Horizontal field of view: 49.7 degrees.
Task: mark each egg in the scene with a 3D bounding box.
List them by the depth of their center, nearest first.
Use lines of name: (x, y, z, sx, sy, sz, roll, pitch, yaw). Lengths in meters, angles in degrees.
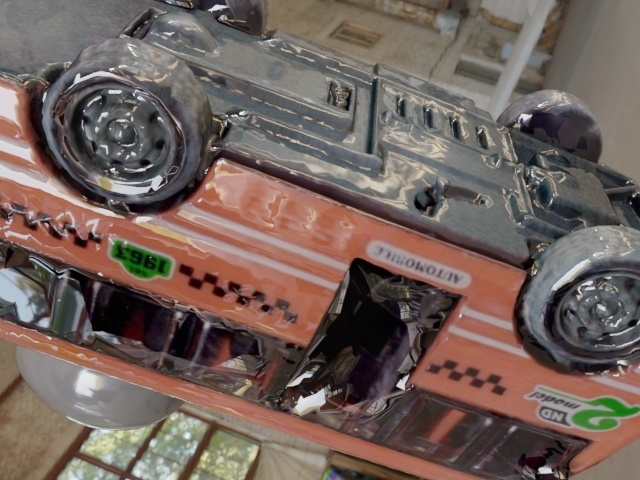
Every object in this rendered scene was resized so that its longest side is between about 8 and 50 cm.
egg: (-0.231, 0.128, 0.753, 0.146, 0.198, 0.147, -163, 90, -89)

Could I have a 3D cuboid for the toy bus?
toy bus: (0.000, 0.000, 0.430, 0.203, 0.426, 0.233, -80, 12, -55)
